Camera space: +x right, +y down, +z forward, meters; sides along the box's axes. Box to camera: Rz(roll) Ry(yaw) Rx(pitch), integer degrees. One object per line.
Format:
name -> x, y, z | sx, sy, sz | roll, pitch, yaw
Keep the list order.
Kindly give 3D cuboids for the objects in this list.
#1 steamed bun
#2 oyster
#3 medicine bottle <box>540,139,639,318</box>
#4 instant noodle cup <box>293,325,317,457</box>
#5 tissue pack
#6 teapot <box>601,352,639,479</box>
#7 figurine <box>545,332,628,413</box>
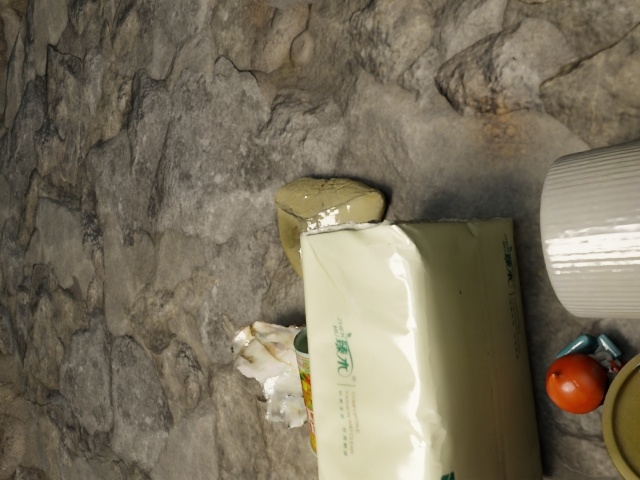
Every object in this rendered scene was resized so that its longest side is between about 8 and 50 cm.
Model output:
steamed bun -> -0.014, -0.024, 0.979 | 0.212, 0.110, 0.231 | 36, 113, 36
oyster -> -0.044, 0.214, 1.008 | 0.271, 0.100, 0.275 | -5, 116, 18
medicine bottle -> 0.424, -0.023, 0.495 | 0.384, 0.224, 0.224 | -8, 87, 44
instant noodle cup -> 0.038, 0.224, 0.863 | 0.168, 0.168, 0.185 | 2, 116, 43
tissue pack -> 0.134, 0.159, 0.723 | 0.207, 0.297, 0.380 | -8, 88, 44
teapot -> 0.420, 0.215, 0.546 | 0.185, 0.175, 0.268 | -56, 27, 2
figurine -> 0.317, 0.158, 0.658 | 0.068, 0.140, 0.075 | -52, 59, 36
